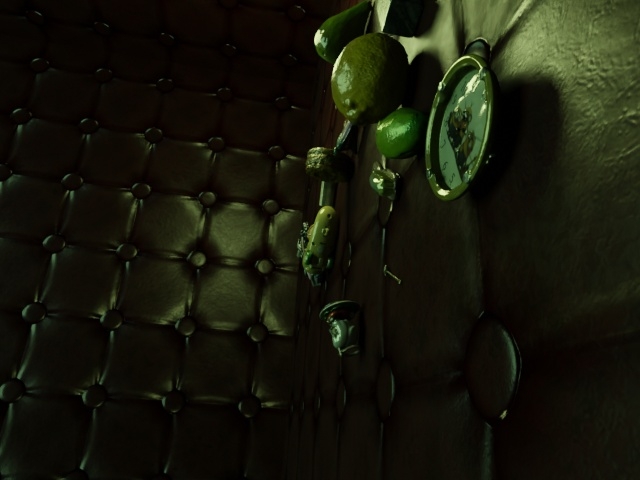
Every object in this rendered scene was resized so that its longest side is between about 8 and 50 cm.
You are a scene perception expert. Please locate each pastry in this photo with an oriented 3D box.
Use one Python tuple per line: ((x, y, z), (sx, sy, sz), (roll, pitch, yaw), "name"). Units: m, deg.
((0.034, -0.302, 1.872), (0.189, 0.188, 0.103), (144, 137, -79), "pastry")

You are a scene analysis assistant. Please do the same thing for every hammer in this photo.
((0.177, 0.086, 1.133), (0.123, 0.014, 0.029), (-133, 41, -76), "hammer")

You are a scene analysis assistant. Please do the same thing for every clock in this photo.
((0.238, -0.178, 0.759), (0.237, 0.057, 0.237), (-175, 90, -81), "clock")

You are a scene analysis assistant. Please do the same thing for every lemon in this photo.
((0.131, -0.419, 1.217), (0.204, 0.204, 0.260), (148, 142, -80), "lemon")

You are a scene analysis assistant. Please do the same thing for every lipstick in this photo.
((0.040, -0.287, 2.186), (0.079, 0.077, 0.253), (-132, 50, -80), "lipstick")

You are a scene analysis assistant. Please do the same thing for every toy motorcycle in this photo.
((-0.043, 0.076, 2.309), (0.188, 0.143, 0.327), (101, 157, -62), "toy motorcycle")

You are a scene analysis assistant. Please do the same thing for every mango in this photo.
((0.184, -0.244, 1.049), (0.178, 0.100, 0.119), (-167, 86, -74), "mango")

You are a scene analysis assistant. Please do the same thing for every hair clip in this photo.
((0.139, -0.462, 1.675), (0.095, 0.110, 0.359), (45, 139, 25), "hair clip")

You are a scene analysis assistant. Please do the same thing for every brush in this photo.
((0.160, -0.179, 1.303), (0.313, 0.067, 0.072), (-100, 17, -71), "brush")

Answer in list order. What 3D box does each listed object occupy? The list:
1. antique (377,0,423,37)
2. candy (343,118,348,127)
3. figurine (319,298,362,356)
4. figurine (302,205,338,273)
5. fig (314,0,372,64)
((0.207, -0.624, 1.239), (0.086, 0.088, 0.183), (106, 168, -45), "antique")
((0.116, -0.474, 1.913), (0.182, 0.046, 0.053), (-94, 15, -63), "candy")
((0.076, 0.270, 1.386), (0.132, 0.132, 0.154), (107, 153, -53), "figurine")
((0.000, 0.000, 2.079), (0.222, 0.124, 0.325), (-110, 32, -71), "figurine")
((0.106, -0.851, 1.882), (0.275, 0.206, 0.206), (-52, 24, 31), "fig")
